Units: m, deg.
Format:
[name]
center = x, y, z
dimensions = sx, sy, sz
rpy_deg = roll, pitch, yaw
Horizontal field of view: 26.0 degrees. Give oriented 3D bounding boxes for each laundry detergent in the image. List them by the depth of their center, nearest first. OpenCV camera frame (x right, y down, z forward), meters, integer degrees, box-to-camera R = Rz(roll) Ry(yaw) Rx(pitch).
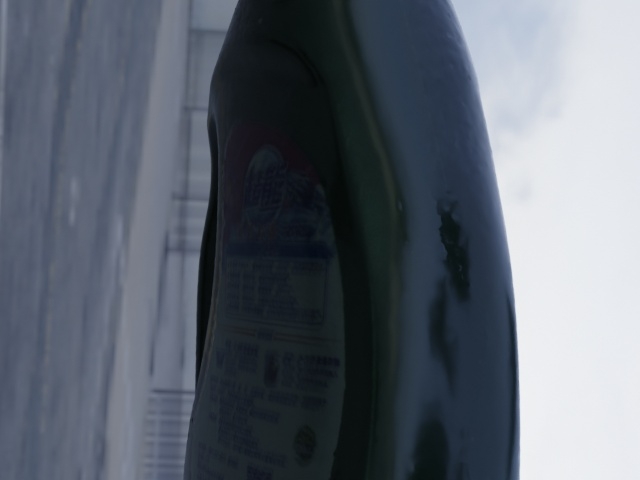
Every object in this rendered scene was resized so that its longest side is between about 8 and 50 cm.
[laundry detergent]
center = 0.000, 0.000, 0.376
dimensions = 0.137, 0.063, 0.211
rpy_deg = 178, -89, -65
